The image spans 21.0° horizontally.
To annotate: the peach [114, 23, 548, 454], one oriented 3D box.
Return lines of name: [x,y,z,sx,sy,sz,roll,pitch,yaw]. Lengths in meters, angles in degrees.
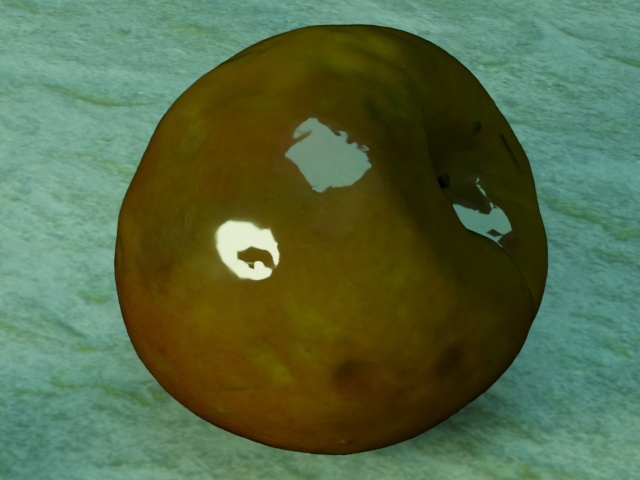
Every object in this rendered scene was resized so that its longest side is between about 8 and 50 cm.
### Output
peach: [0.000,0.000,1.366,0.301,0.343,0.343,-29,15,35]
